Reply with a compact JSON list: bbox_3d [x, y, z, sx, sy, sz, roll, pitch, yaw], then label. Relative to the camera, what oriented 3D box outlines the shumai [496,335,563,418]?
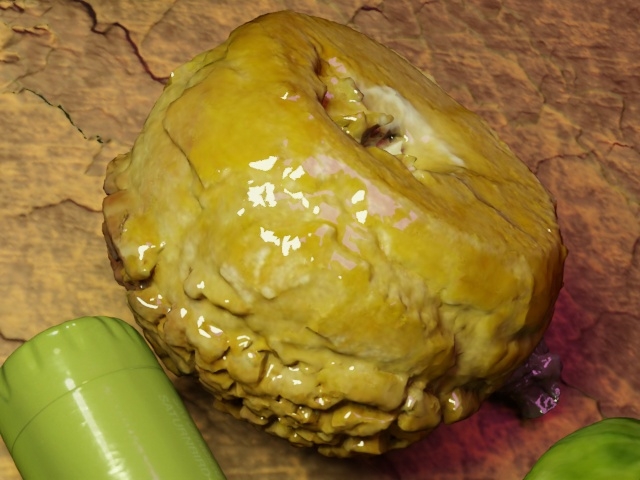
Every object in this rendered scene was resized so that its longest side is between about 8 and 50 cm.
[{"bbox_3d":[0.147,0.100,1.244,0.083,0.082,0.080,-36,79,-1],"label":"shumai"}]

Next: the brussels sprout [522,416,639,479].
[{"bbox_3d":[0.240,0.232,1.081,0.219,0.210,0.271,32,23,32],"label":"brussels sprout"}]

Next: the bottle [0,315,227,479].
[{"bbox_3d":[-0.106,0.175,1.006,0.112,0.112,0.260,-14,59,-36],"label":"bottle"}]

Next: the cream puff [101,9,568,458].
[{"bbox_3d":[0.000,0.000,1.131,0.327,0.231,0.343,22,28,-26],"label":"cream puff"}]
